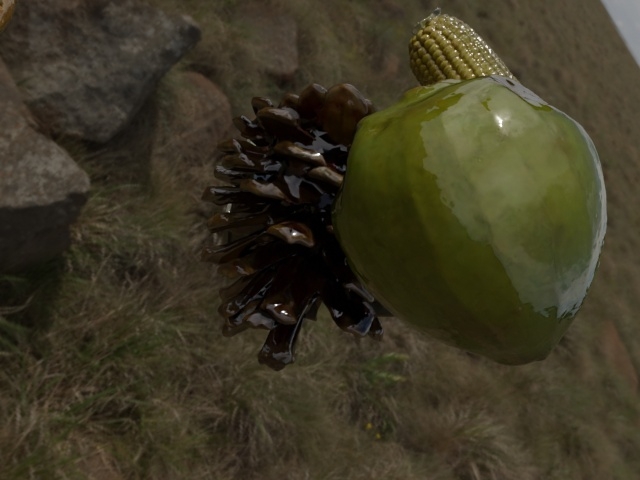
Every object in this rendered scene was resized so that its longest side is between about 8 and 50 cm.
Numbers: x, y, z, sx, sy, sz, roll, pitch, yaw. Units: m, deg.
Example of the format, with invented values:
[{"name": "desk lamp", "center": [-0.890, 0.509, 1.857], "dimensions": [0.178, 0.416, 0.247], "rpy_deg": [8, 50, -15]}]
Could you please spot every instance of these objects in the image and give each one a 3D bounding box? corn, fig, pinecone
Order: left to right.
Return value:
[{"name": "pinecone", "center": [0.000, 0.000, 0.899], "dimensions": [0.384, 0.384, 0.384], "rpy_deg": [39, 33, -32]}, {"name": "fig", "center": [0.137, -0.010, 0.596], "dimensions": [0.271, 0.240, 0.239], "rpy_deg": [65, 28, -5]}, {"name": "corn", "center": [0.297, -0.256, 1.223], "dimensions": [0.387, 0.144, 0.144], "rpy_deg": [57, 27, 15]}]

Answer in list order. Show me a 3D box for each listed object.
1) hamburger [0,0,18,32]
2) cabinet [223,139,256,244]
[{"name": "hamburger", "center": [-0.484, -0.324, 0.728], "dimensions": [0.304, 0.174, 0.284], "rpy_deg": [42, 28, -50]}, {"name": "cabinet", "center": [-0.064, -0.069, 1.179], "dimensions": [0.175, 0.148, 0.215], "rpy_deg": [10, 52, -1]}]
